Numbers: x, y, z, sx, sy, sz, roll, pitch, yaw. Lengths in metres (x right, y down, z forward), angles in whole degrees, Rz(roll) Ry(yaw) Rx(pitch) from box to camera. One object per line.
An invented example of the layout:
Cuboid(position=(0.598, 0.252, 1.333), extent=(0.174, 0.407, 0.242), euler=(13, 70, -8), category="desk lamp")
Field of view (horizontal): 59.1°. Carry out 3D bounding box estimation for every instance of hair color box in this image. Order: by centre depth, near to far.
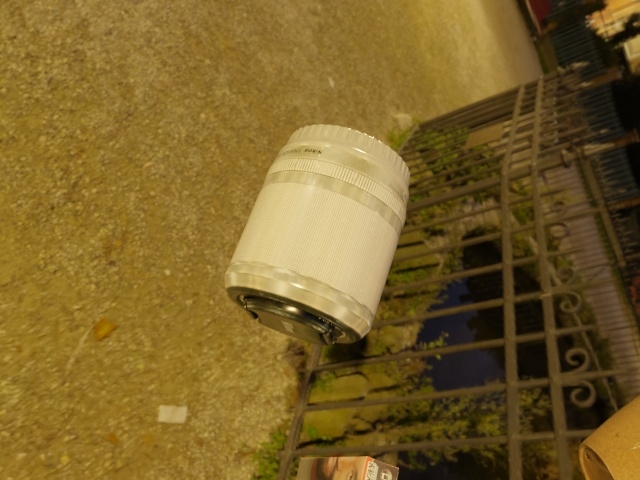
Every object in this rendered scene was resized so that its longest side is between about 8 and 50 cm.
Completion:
Cuboid(position=(0.022, 0.325, 0.710), extent=(0.053, 0.167, 0.093), euler=(29, 58, -21), category="hair color box")

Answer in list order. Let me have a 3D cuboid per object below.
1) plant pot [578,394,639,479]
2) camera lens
Cuboid(position=(0.559, 0.341, 0.896), extent=(0.237, 0.254, 0.237), euler=(162, -90, -87), category="plant pot")
Cuboid(position=(0.000, 0.000, 0.828), extent=(0.219, 0.219, 0.274), euler=(40, 63, -44), category="camera lens")
